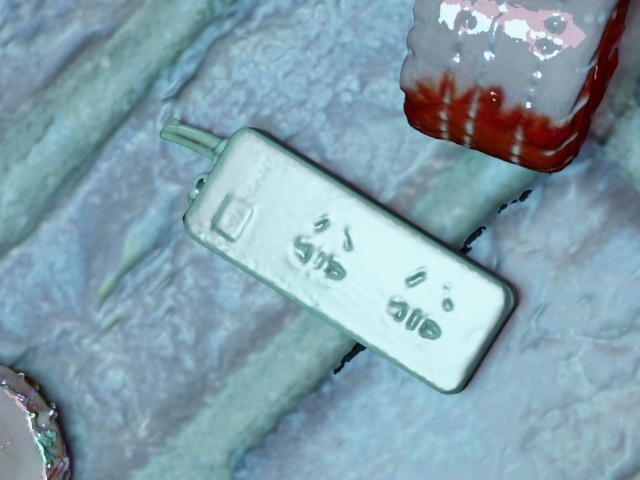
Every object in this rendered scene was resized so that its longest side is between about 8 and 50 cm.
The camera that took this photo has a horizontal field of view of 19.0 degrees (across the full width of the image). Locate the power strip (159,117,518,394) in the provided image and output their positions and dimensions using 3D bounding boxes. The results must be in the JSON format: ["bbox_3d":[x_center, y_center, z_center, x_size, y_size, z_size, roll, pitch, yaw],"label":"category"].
[{"bbox_3d":[0.000,0.000,1.367,0.288,0.053,0.093,31,97,9],"label":"power strip"}]

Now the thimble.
[{"bbox_3d":[0.131,-0.135,1.266,0.125,0.189,0.163,20,93,10],"label":"thimble"}]

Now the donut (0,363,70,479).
[{"bbox_3d":[-0.238,0.149,1.412,0.117,0.065,0.166,-30,86,12],"label":"donut"}]
